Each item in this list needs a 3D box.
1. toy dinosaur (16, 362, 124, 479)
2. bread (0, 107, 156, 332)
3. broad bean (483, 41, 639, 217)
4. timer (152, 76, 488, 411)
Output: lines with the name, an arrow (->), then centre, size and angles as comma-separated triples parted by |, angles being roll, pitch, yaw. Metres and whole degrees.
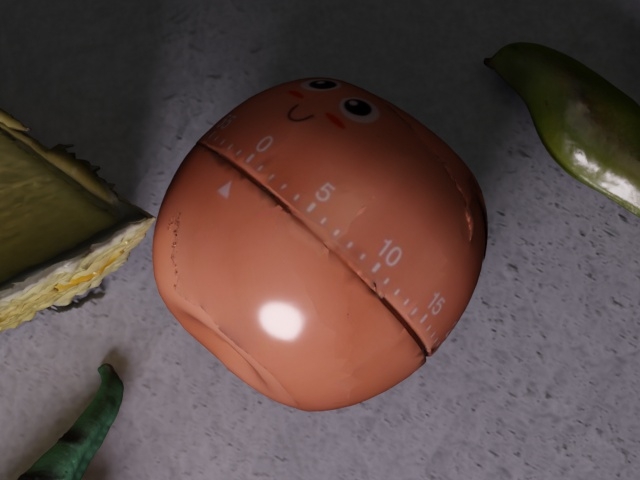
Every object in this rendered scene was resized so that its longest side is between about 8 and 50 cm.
toy dinosaur -> -0.195, 0.229, 1.326 | 0.120, 0.079, 0.292 | 34, 72, 6
bread -> -0.383, -0.030, 1.328 | 0.345, 0.242, 0.405 | -39, 82, -15
broad bean -> 0.261, -0.051, 1.434 | 0.325, 0.067, 0.075 | 36, 106, 6
timer -> 0.000, 0.000, 1.320 | 0.229, 0.229, 0.215 | 39, 77, 9
